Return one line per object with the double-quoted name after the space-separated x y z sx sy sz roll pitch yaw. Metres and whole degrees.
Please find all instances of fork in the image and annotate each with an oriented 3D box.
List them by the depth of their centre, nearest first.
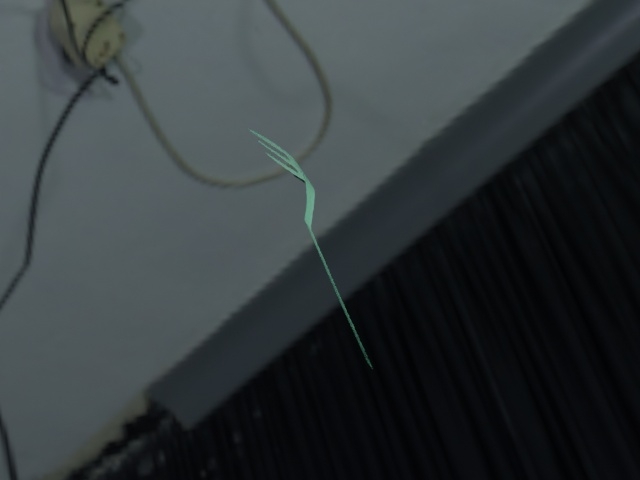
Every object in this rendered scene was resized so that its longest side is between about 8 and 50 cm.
0.002 -0.001 1.037 0.021 0.235 0.039 -34 135 6 "fork"
